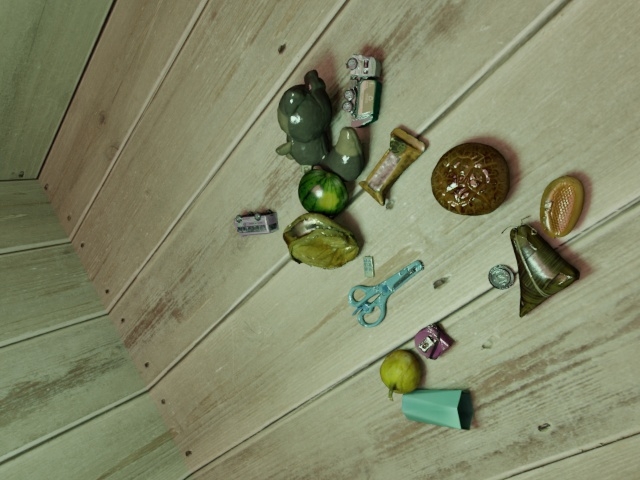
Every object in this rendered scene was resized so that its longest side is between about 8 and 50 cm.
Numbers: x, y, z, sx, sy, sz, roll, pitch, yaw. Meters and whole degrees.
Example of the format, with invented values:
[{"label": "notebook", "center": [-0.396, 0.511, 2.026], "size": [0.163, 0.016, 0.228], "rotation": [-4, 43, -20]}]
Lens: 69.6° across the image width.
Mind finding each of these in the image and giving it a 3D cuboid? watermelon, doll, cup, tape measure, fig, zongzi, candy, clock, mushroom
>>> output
[{"label": "watermelon", "center": [-0.004, -0.163, 1.775], "size": [0.204, 0.127, 0.232], "rotation": [36, 146, -5]}, {"label": "doll", "center": [0.008, -0.429, 1.723], "size": [0.378, 0.252, 0.382], "rotation": [17, 147, 11]}, {"label": "cup", "center": [0.423, 0.612, 1.697], "size": [0.235, 0.134, 0.148], "rotation": [-7, 92, 37]}, {"label": "tape measure", "center": [0.410, 0.370, 1.691], "size": [0.118, 0.074, 0.125], "rotation": [44, 119, 22]}, {"label": "fig", "center": [0.287, 0.516, 1.703], "size": [0.159, 0.257, 0.159], "rotation": [6, 108, 19]}, {"label": "zongzi", "center": [0.638, 0.091, 1.461], "size": [0.248, 0.111, 0.241], "rotation": [54, 130, 21]}, {"label": "candy", "center": [0.252, -0.270, 1.664], "size": [0.143, 0.101, 0.271], "rotation": [41, 114, 15]}, {"label": "clock", "center": [0.604, 0.122, 1.539], "size": [0.085, 0.017, 0.085], "rotation": [8, 104, 34]}, {"label": "mushroom", "center": [0.481, -0.196, 1.488], "size": [0.253, 0.153, 0.253], "rotation": [0, 89, 32]}]

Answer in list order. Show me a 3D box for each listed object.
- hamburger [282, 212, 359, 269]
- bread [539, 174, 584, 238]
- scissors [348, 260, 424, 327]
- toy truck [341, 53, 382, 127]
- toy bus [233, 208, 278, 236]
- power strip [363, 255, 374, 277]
[{"label": "hamburger", "center": [-0.001, 0.001, 1.811], "size": [0.265, 0.285, 0.134], "rotation": [-35, 44, 34]}, {"label": "bread", "center": [0.719, -0.101, 1.379], "size": [0.114, 0.077, 0.189], "rotation": [10, 105, 13]}, {"label": "scissors", "center": [0.252, 0.199, 1.795], "size": [0.393, 0.032, 0.180], "rotation": [-43, 75, 33]}, {"label": "toy truck", "center": [0.153, -0.538, 1.674], "size": [0.124, 0.114, 0.253], "rotation": [12, 106, 19]}, {"label": "toy bus", "center": [-0.292, -0.077, 2.088], "size": [0.199, 0.096, 0.108], "rotation": [-4, 101, 33]}, {"label": "power strip", "center": [0.192, 0.105, 1.828], "size": [0.040, 0.016, 0.090], "rotation": [-1, 99, 35]}]
